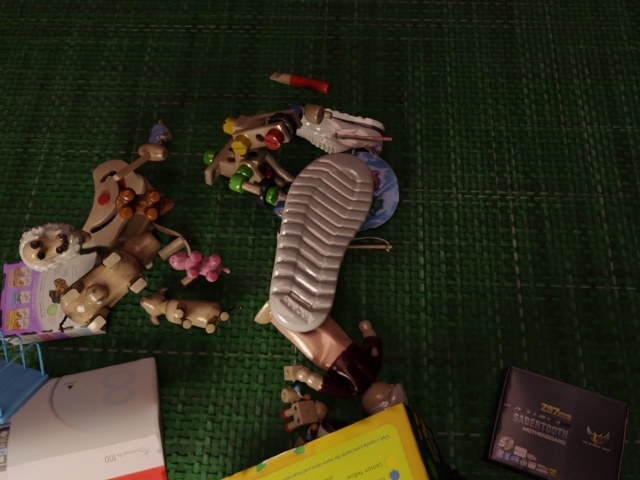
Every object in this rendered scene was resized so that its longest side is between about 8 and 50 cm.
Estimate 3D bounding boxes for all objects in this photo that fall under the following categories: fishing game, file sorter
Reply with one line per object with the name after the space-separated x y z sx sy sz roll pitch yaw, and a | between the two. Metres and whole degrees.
0.080 -0.111 1.297 0.189 0.041 0.264 5 83 2 | fishing game
-0.597 0.221 1.041 0.170 0.104 0.118 16 32 11 | file sorter

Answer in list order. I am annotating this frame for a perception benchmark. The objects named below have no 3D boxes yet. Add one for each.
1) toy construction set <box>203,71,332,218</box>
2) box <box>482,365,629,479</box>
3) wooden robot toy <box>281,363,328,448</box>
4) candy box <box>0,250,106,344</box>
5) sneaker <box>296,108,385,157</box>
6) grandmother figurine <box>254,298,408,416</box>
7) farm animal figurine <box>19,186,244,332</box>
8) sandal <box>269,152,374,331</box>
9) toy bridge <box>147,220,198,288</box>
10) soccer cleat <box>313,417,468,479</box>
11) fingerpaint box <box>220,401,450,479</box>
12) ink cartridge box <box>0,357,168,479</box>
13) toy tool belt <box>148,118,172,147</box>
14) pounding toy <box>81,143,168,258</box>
-0.136 -0.222 1.268 0.237 0.257 0.309 19 78 19 | toy construction set
0.441 0.361 1.109 0.233 0.059 0.183 18 68 8 | box
-0.026 0.327 1.145 0.079 0.076 0.173 3 62 -36 | wooden robot toy
-0.552 0.120 1.229 0.196 0.070 0.165 -7 67 -1 | candy box
0.028 -0.240 1.362 0.235 0.090 0.094 10 77 7 | sneaker
0.041 0.229 1.156 0.208 0.104 0.342 -37 73 -28 | grandmother figurine
-0.363 0.070 1.159 0.327 0.172 0.330 -27 102 -17 | farm animal figurine
-0.014 -0.007 1.205 0.169 0.102 0.416 24 62 -4 | sandal
-0.323 0.016 1.290 0.063 0.026 0.188 -37 71 -14 | toy bridge
0.131 0.436 1.075 0.318 0.108 0.116 21 93 6 | soccer cleat
0.009 0.513 0.880 0.445 0.163 0.371 -28 49 12 | fingerpaint box
-0.416 0.370 0.976 0.308 0.091 0.385 -9 28 -14 | ink cartridge box
-0.382 -0.238 1.385 0.052 0.051 0.083 9 68 5 | toy tool belt
-0.449 -0.103 1.262 0.154 0.155 0.269 17 74 26 | pounding toy
